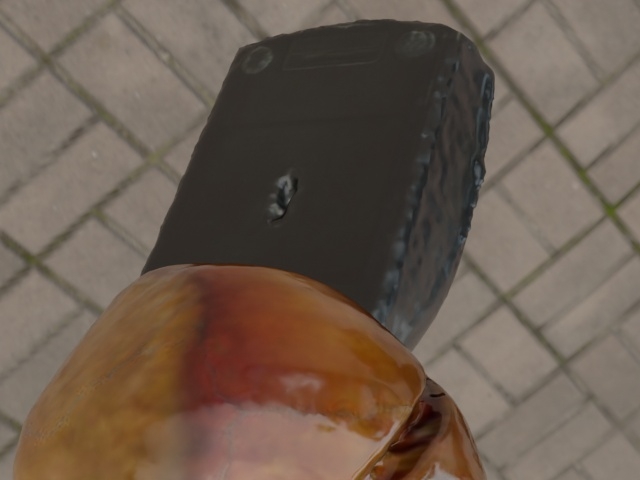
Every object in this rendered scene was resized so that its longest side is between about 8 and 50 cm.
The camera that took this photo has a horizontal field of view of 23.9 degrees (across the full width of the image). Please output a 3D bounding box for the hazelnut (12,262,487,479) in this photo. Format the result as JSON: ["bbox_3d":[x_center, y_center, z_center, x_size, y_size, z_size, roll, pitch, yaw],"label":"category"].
[{"bbox_3d":[-0.028,0.100,0.590,0.182,0.182,0.182,-12,127,-17],"label":"hazelnut"}]

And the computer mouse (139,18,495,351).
[{"bbox_3d":[0.000,0.000,0.838,0.170,0.269,0.100,2,145,29],"label":"computer mouse"}]
